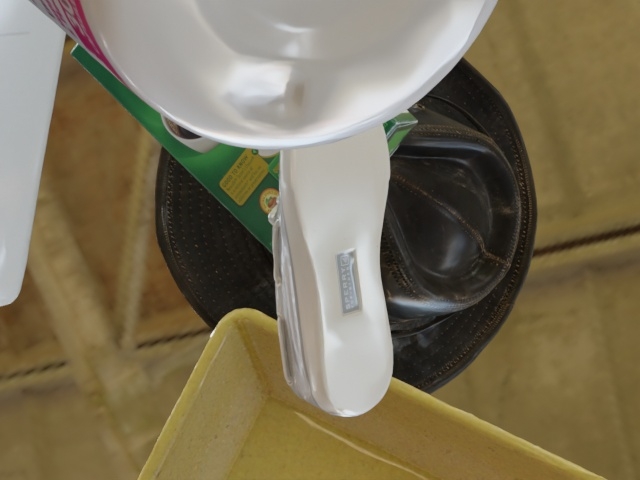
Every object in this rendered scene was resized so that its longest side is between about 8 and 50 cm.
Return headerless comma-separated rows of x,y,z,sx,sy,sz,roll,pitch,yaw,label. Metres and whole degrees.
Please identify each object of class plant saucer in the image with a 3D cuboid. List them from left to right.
0.012,0.264,1.303,0.332,0.081,0.333,25,-99,11,plant saucer

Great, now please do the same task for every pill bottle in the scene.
-0.062,-0.153,0.696,0.283,0.160,0.160,40,-45,53,pill bottle

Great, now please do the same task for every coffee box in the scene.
-0.045,-0.089,1.066,0.184,0.040,0.113,43,-69,13,coffee box

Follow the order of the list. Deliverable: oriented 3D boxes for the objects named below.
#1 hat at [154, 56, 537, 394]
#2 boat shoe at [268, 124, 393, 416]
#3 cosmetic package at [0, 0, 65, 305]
0.049,-0.027,1.368,0.134,0.331,0.331,5,-65,64,hat
0.000,0.000,0.987,0.063,0.066,0.184,5,-73,54,boat shoe
-0.338,-0.184,0.938,0.327,0.329,0.394,39,-55,39,cosmetic package
